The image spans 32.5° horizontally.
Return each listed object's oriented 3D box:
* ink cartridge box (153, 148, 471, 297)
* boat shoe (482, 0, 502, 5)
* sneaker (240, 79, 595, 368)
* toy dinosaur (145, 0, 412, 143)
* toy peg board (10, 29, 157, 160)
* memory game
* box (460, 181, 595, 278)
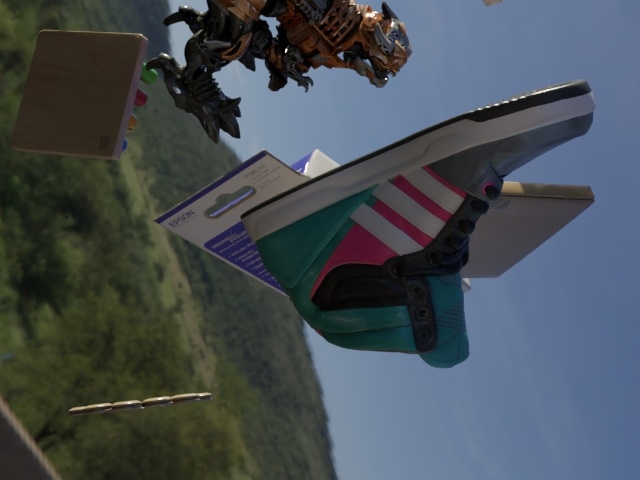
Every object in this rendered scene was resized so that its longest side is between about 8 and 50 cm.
[{"bbox_3d":[0.000,0.000,1.298,0.371,0.176,0.069,30,42,-40],"label":"ink cartridge box"},{"bbox_3d":[0.224,-0.361,1.251,0.084,0.095,0.258,49,44,-20],"label":"boat shoe"},{"bbox_3d":[0.096,0.004,0.854,0.178,0.295,0.124,66,23,-3],"label":"sneaker"},{"bbox_3d":[-0.072,-0.241,1.107,0.322,0.164,0.218,42,-41,2],"label":"toy dinosaur"},{"bbox_3d":[-0.291,-0.177,1.403,0.079,0.161,0.161,31,69,-63],"label":"toy peg board"},{"bbox_3d":[-0.228,0.207,1.390,0.186,0.186,0.012,127,-43,-80],"label":"memory game"},{"bbox_3d":[0.162,-0.007,1.129,0.164,0.201,0.021,-44,-123,42],"label":"box"}]
